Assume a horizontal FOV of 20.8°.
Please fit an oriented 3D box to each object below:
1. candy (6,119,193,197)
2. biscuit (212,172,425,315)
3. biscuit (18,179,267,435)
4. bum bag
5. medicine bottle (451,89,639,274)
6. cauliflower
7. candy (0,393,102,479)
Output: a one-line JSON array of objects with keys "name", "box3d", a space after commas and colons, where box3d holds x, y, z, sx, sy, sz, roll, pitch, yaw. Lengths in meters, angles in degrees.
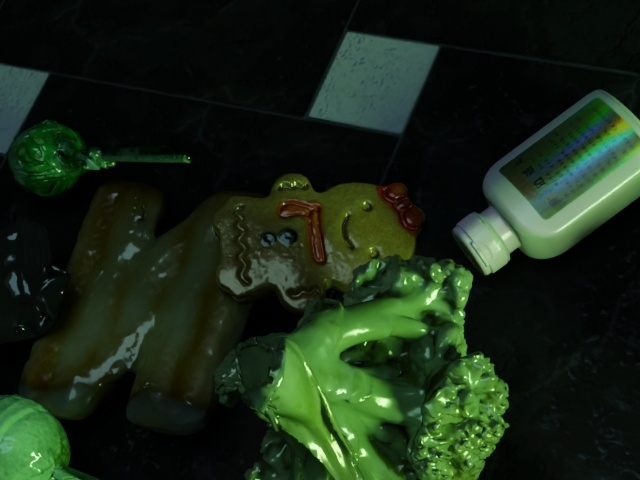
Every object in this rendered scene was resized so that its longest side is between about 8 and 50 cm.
[{"name": "candy", "box3d": [-0.241, -0.092, 1.930, 0.323, 0.097, 0.097, 1, 58, 49]}, {"name": "biscuit", "box3d": [0.000, 0.000, 1.835, 0.225, 0.036, 0.166, -3, 61, -2]}, {"name": "biscuit", "box3d": [-0.183, 0.069, 1.885, 0.237, 0.062, 0.290, 4, 62, 24]}, {"name": "bum bag", "box3d": [-0.400, 0.066, 1.948, 0.326, 0.080, 0.142, -16, 61, 27]}, {"name": "medicine bottle", "box3d": [0.238, -0.052, 1.785, 0.219, 0.078, 0.115, -37, 56, -3]}, {"name": "cauliflower", "box3d": [0.019, 0.142, 1.642, 0.327, 0.281, 0.260, -58, 26, -10]}, {"name": "candy", "box3d": [-0.187, 0.263, 1.755, 0.440, 0.119, 0.119, 18, 68, 22]}]
